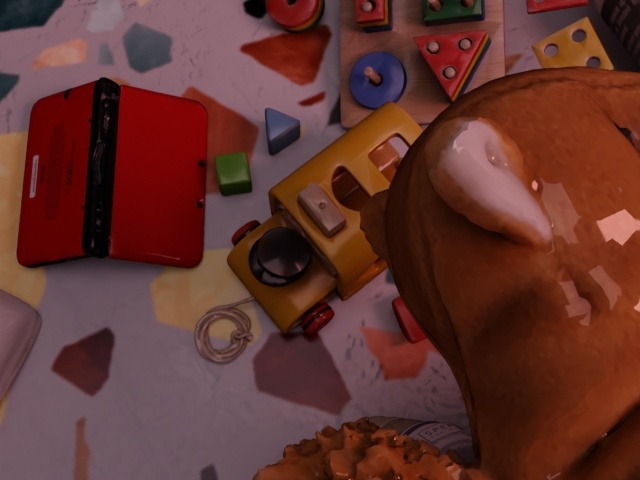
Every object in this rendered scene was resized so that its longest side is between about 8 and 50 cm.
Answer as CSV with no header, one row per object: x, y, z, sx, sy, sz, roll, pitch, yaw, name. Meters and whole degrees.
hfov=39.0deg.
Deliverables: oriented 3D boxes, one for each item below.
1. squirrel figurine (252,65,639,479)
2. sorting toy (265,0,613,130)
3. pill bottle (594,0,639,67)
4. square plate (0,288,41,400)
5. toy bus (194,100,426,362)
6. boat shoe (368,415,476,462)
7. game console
0.114,0.124,0.401,0.397,0.281,0.370,-34,91,-4,squirrel figurine
0.084,-0.160,0.705,0.274,0.046,0.132,-2,85,18,sorting toy
0.314,-0.180,0.687,0.161,0.161,0.283,-29,76,-9,pill bottle
-0.396,0.116,0.551,0.347,0.049,0.344,32,65,-23,square plate
0.006,-0.011,0.665,0.190,0.104,0.202,5,73,2,toy bus
0.047,0.264,0.589,0.109,0.094,0.303,14,86,-33,boat shoe
-0.166,-0.046,0.722,0.124,0.085,0.144,-10,70,29,game console
